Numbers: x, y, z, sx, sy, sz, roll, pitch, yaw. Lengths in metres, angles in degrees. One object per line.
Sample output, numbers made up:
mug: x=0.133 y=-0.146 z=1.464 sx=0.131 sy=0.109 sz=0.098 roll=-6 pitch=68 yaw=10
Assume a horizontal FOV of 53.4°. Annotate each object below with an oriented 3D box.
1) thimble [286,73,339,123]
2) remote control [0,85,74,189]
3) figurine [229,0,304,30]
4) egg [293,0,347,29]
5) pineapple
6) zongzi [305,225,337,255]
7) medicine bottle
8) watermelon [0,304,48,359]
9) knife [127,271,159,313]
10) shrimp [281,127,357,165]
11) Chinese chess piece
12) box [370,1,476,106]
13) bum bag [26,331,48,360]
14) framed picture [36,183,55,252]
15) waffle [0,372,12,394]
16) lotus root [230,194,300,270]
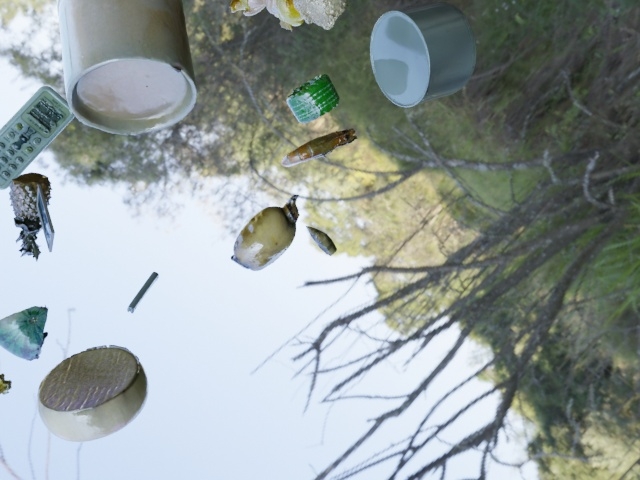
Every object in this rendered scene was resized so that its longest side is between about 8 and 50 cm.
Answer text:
thimble: x=-0.022 y=-0.370 z=1.673 sx=0.130 sy=0.118 sz=0.090 roll=-11 pitch=120 yaw=46
remote control: x=-0.894 y=-0.309 z=1.918 sx=0.128 sy=0.335 sz=0.065 roll=44 pitch=171 yaw=-27
figurine: x=-0.110 y=-0.614 z=1.613 sx=0.246 sy=0.156 sz=0.131 roll=7 pitch=-140 yaw=11
egg: x=-0.001 y=-0.543 z=1.414 sx=0.140 sy=0.118 sz=0.116 roll=51 pitch=-152 yaw=13
pineapple: x=-0.832 y=-0.066 z=1.831 sx=0.125 sy=0.251 sz=0.125 roll=7 pitch=-159 yaw=-3
zongzi: x=0.000 y=0.000 z=1.686 sx=0.083 sy=0.040 sz=0.076 roll=31 pitch=165 yaw=44
medicine bottle: x=-0.383 y=-0.437 z=1.231 sx=0.236 sy=0.236 sz=0.406 roll=24 pitch=-132 yaw=-57
watermelon: x=-0.973 y=0.314 z=2.076 sx=0.128 sy=0.231 sz=0.146 roll=-16 pitch=-99 yaw=-53
knife: x=-0.512 y=0.150 z=1.838 sx=0.023 sy=0.044 sz=0.162 roll=29 pitch=-138 yaw=-4
shrimp: x=-0.005 y=-0.281 z=1.961 sx=0.150 sy=0.249 sz=0.068 roll=-43 pitch=-67 yaw=-75
Chinese chess piece: x=-0.575 y=0.384 z=1.616 sx=0.270 sy=0.270 sz=0.112 roll=-125 pitch=25 yaw=-60
box: x=0.246 y=-0.450 z=1.541 sx=0.149 sy=0.226 sz=0.226 roll=-21 pitch=-135 yaw=-26
bum bag: x=-0.976 y=0.368 z=2.190 sx=0.034 sy=0.124 sz=0.058 roll=31 pitch=-161 yaw=13
framed picture: x=-0.721 y=-0.057 z=1.666 sx=0.011 sy=0.109 sz=0.149 roll=-11 pitch=-114 yaw=-31
waffle: x=-0.936 y=0.439 z=1.724 sx=0.149 sy=0.194 sz=0.051 roll=20 pitch=-177 yaw=-20
lotus root: x=-0.120 y=-0.018 z=1.501 sx=0.118 sy=0.221 sz=0.125 roll=47 pitch=178 yaw=-21
